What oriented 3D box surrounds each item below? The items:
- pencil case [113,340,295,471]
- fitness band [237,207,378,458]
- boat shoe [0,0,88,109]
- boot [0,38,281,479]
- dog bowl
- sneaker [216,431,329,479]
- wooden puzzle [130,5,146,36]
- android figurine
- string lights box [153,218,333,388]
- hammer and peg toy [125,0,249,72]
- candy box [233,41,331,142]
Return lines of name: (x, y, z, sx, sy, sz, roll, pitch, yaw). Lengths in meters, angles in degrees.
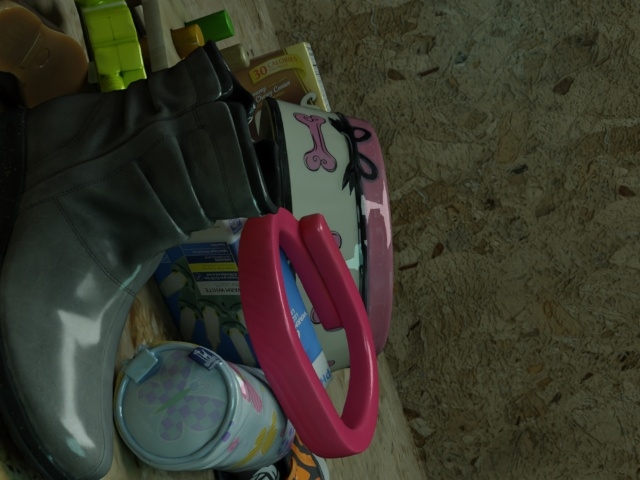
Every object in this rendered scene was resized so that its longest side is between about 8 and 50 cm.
pencil case: (-0.106, 0.167, 1.109, 0.124, 0.113, 0.273, 29, -5, 17)
fitness band: (-0.009, 0.095, 1.186, 0.209, 0.054, 0.291, -79, 150, -48)
boat shoe: (-0.254, -0.163, 0.936, 0.073, 0.073, 0.207, 33, -9, 13)
boot: (-0.133, 0.001, 0.849, 0.118, 0.222, 0.338, 59, 15, -62)
dog bowl: (0.000, 0.000, 1.607, 0.408, 0.150, 0.408, 178, -90, -83)
sneaker: (-0.043, 0.322, 1.266, 0.180, 0.124, 0.321, 59, 4, -45)
wooden puzzle: (-0.268, -0.423, 1.518, 0.239, 0.044, 0.221, 62, 13, -54)
android figurine: (-0.204, -0.160, 1.117, 0.273, 0.056, 0.248, -117, -163, -57)
string lights box: (-0.095, 0.068, 1.261, 0.077, 0.133, 0.260, -47, 125, -45)
hammer and peg toy: (-0.148, -0.173, 1.494, 0.361, 0.127, 0.266, 61, 14, -57)
candy box: (-0.059, -0.150, 1.881, 0.087, 0.183, 0.316, -67, 139, -80)
